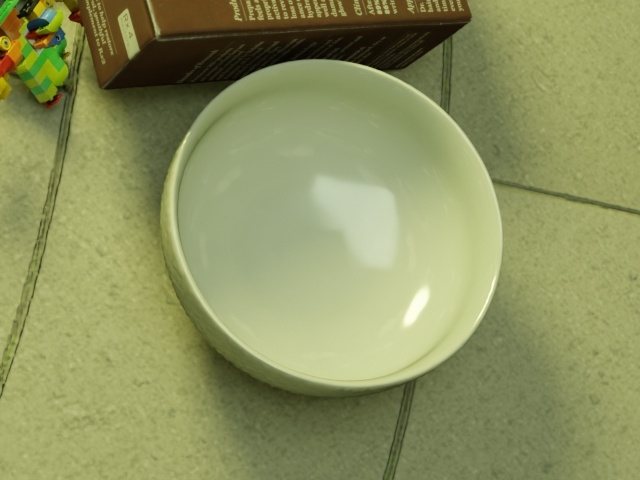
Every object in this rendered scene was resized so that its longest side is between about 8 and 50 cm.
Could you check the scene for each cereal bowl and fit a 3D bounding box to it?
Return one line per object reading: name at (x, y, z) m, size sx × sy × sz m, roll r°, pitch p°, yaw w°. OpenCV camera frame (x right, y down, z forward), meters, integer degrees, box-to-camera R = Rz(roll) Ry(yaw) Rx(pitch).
cereal bowl at (0.000, 0.000, 1.791) m, size 0.339 × 0.141 × 0.338 m, roll 6°, pitch 71°, yaw -16°

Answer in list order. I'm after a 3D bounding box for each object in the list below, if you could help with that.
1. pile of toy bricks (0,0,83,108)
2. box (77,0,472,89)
pile of toy bricks at (-0.286, -0.181, 1.788) m, size 0.105 × 0.118 × 0.212 m, roll 53°, pitch 44°, yaw -27°
box at (-0.052, -0.269, 1.821) m, size 0.381 × 0.143 × 0.191 m, roll -6°, pitch 75°, yaw -36°
